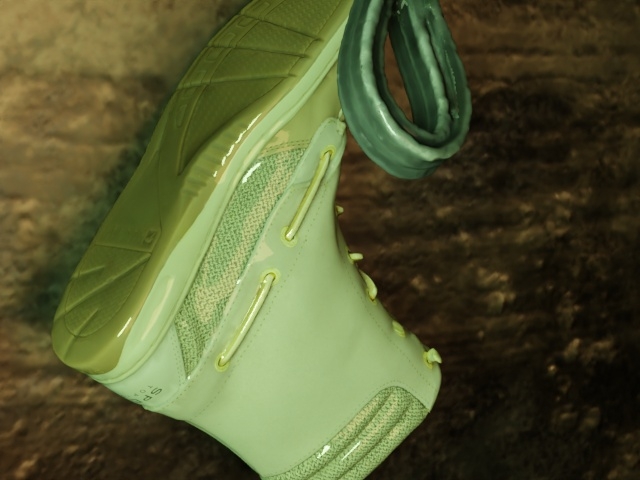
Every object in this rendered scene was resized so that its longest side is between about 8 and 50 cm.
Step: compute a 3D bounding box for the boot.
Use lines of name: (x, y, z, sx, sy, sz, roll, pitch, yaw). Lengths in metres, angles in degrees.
boot: (0.000, 0.000, 0.838, 0.203, 0.095, 0.262, 40, 72, -35)

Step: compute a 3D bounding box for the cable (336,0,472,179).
cable: (0.052, -0.159, 0.776, 0.139, 0.072, 0.287, 43, 36, -21)
